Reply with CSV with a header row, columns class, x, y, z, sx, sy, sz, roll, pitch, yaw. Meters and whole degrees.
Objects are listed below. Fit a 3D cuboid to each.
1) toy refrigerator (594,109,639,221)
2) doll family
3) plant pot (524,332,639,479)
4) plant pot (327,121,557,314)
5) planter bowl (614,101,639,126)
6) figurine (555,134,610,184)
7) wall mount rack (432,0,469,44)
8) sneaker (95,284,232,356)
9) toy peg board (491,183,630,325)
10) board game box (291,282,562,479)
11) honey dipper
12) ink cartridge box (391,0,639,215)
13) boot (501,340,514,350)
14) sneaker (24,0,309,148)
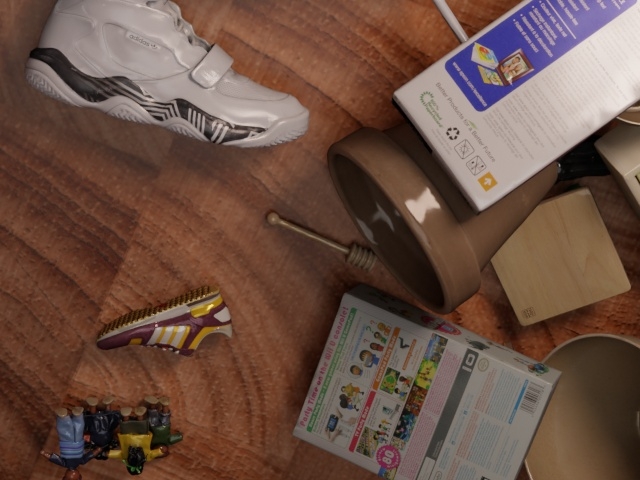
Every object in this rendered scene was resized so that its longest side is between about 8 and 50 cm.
class,x,y,z,sx,sy,sz,roll,pitch,yaw
toy refrigerator,0.473,-0.050,1.846,0.102,0.094,0.269,-35,129,6
doll family,-0.290,0.282,1.942,0.193,0.076,0.111,2,111,-1
plant pot,0.444,0.263,1.924,0.191,0.284,0.284,-2,111,-43
plant pot,0.172,-0.073,1.801,0.229,0.263,0.263,-36,108,-12
planter bowl,0.396,-0.215,1.735,0.162,0.109,0.162,0,85,2
figurine,0.397,-0.186,1.860,0.210,0.092,0.214,-4,107,-12
wall mount rack,0.233,-0.364,1.725,0.350,0.130,0.304,-32,126,-13
sneaker,-0.212,0.129,1.901,0.186,0.069,0.083,-20,103,2
toy peg board,0.322,0.011,1.921,0.161,0.079,0.161,-21,108,18
board game box,0.142,0.220,1.888,0.303,0.097,0.224,24,105,13
honey dipper,0.000,0.000,1.902,0.161,0.030,0.030,22,104,-10
ink cartridge box,0.283,-0.206,1.652,0.371,0.069,0.175,-36,84,1
boot,0.222,0.285,1.975,0.115,0.112,0.305,6,109,4
sneaker,-0.175,-0.249,1.751,0.366,0.137,0.210,14,108,-6
